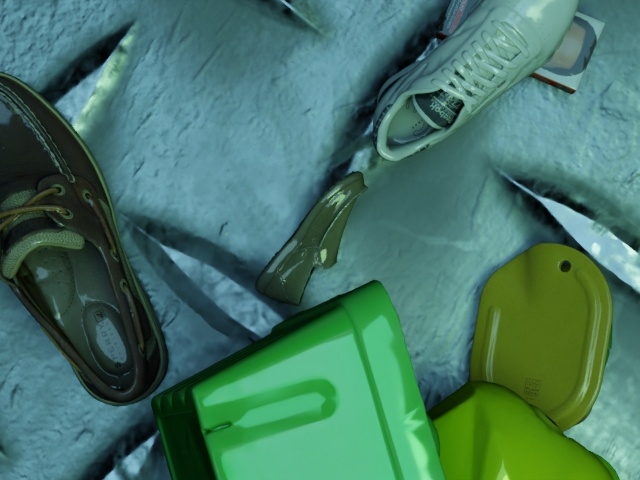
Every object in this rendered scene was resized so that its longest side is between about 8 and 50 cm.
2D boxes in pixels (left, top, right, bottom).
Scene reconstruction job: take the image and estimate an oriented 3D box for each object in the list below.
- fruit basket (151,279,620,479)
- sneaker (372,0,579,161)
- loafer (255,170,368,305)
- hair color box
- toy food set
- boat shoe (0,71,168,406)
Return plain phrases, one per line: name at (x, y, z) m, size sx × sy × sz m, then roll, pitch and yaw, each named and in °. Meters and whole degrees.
fruit basket at (0.069, 0.178, 1.569) m, size 0.392 × 0.392 × 0.283 m, roll -16°, pitch 87°, yaw 1°
sneaker at (0.141, -0.154, 1.664) m, size 0.090 × 0.095 × 0.235 m, roll 44°, pitch 114°, yaw -7°
loafer at (0.000, 0.000, 1.724) m, size 0.050 × 0.056 × 0.148 m, roll 39°, pitch 100°, yaw 1°
hair color box at (0.185, -0.196, 1.725) m, size 0.141 × 0.043 × 0.072 m, roll 22°, pitch 90°, yaw 1°
toy food set at (0.208, 0.113, 1.714) m, size 0.128 × 0.071 × 0.218 m, roll 10°, pitch 87°, yaw 25°
boat shoe at (-0.246, -0.003, 1.693) m, size 0.123 × 0.123 × 0.342 m, roll -25°, pitch 89°, yaw 1°
